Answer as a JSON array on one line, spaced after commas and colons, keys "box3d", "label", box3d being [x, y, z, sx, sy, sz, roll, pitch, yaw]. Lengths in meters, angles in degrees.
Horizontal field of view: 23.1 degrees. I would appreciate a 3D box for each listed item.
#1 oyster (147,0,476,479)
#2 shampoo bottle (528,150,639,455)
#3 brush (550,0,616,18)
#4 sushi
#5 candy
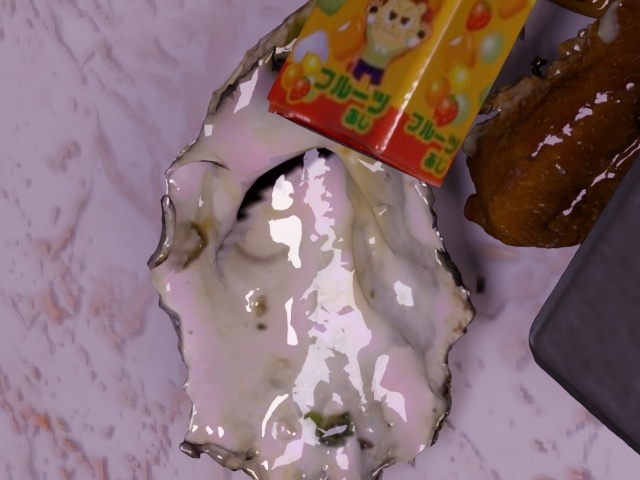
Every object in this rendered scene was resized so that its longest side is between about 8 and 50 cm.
[{"box3d": [-0.007, 0.006, 0.623, 0.133, 0.072, 0.209, -13, 109, 17], "label": "oyster"}, {"box3d": [0.158, -0.040, 0.460, 0.079, 0.080, 0.246, 42, 125, 23], "label": "shampoo bottle"}, {"box3d": [0.041, -0.122, 0.583, 0.170, 0.014, 0.043, 32, 119, 29], "label": "brush"}, {"box3d": [0.089, -0.039, 0.539, 0.118, 0.061, 0.060, -34, 36, 25], "label": "sushi"}, {"box3d": [0.037, -0.084, 0.533, 0.062, 0.038, 0.122, 28, 91, 45], "label": "candy"}]
